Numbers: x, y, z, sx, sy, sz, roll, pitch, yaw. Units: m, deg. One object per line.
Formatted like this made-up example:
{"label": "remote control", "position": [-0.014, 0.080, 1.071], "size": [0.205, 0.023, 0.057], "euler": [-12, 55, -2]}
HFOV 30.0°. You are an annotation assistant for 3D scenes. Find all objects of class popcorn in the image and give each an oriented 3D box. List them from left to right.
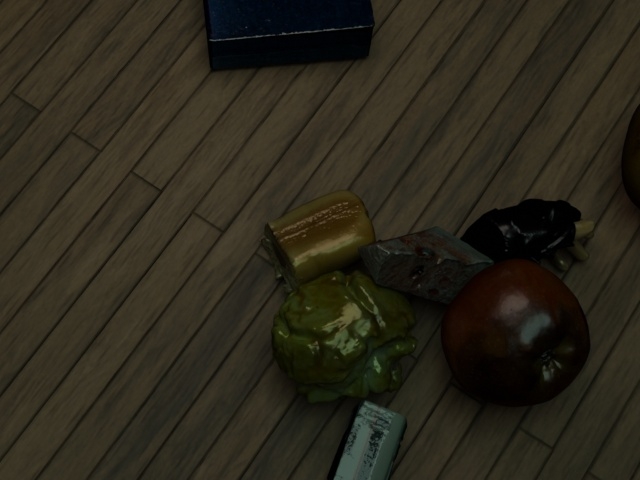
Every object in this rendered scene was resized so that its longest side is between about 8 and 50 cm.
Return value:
{"label": "popcorn", "position": [0.034, 0.139, 1.801], "size": [0.221, 0.184, 0.204], "euler": [-15, 34, -14]}

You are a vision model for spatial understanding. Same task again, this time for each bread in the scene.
{"label": "bread", "position": [0.000, 0.001, 1.898], "size": [0.173, 0.085, 0.134], "euler": [-22, 52, -10]}

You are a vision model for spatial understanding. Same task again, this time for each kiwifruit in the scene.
{"label": "kiwifruit", "position": [0.584, -0.134, 1.934], "size": [0.196, 0.196, 0.234], "euler": [22, 68, 4]}

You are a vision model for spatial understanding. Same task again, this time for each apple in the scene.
{"label": "apple", "position": [0.295, 0.148, 1.783], "size": [0.230, 0.230, 0.230], "euler": [1, 70, -3]}

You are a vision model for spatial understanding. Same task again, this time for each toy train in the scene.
{"label": "toy train", "position": [0.024, 0.438, 1.743], "size": [0.088, 0.086, 0.407], "euler": [22, 70, -1]}

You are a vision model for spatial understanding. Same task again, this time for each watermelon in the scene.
{"label": "watermelon", "position": [0.143, 0.026, 1.826], "size": [0.154, 0.241, 0.094], "euler": [45, 116, 28]}

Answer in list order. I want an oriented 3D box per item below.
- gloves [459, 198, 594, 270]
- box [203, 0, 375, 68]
{"label": "gloves", "position": [0.349, -0.006, 1.909], "size": [0.203, 0.164, 0.124], "euler": [-10, 84, -34]}
{"label": "box", "position": [-0.066, -0.440, 2.045], "size": [0.279, 0.116, 0.261], "euler": [-5, 71, -6]}
